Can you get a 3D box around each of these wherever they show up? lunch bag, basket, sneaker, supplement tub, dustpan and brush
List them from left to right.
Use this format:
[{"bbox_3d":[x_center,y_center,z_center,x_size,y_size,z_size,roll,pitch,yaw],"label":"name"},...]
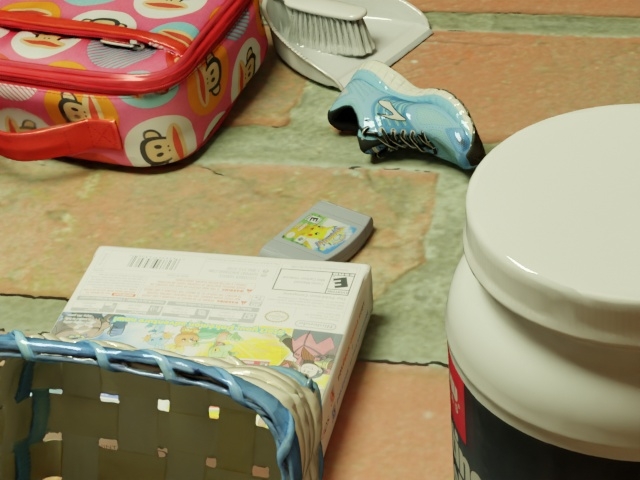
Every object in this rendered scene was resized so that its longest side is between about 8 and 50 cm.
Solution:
[{"bbox_3d":[-0.215,-0.159,1.340,0.293,0.120,0.258,10,42,20],"label":"lunch bag"},{"bbox_3d":[-0.117,0.150,0.771,0.254,0.201,0.289,7,5,18],"label":"basket"},{"bbox_3d":[-0.020,-0.215,1.429,0.211,0.060,0.147,20,41,31],"label":"dustpan and brush"},{"bbox_3d":[0.068,-0.086,1.252,0.073,0.063,0.162,-42,42,-17],"label":"sneaker"},{"bbox_3d":[0.161,0.089,0.783,0.191,0.272,0.191,-4,34,3],"label":"supplement tub"}]

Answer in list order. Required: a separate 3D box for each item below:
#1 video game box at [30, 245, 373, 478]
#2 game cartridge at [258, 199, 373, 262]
[{"bbox_3d":[-0.081,0.079,1.031,0.205,0.048,0.187,4,34,14],"label":"video game box"},{"bbox_3d":[0.000,0.000,1.160,0.056,0.017,0.083,23,44,29],"label":"game cartridge"}]
